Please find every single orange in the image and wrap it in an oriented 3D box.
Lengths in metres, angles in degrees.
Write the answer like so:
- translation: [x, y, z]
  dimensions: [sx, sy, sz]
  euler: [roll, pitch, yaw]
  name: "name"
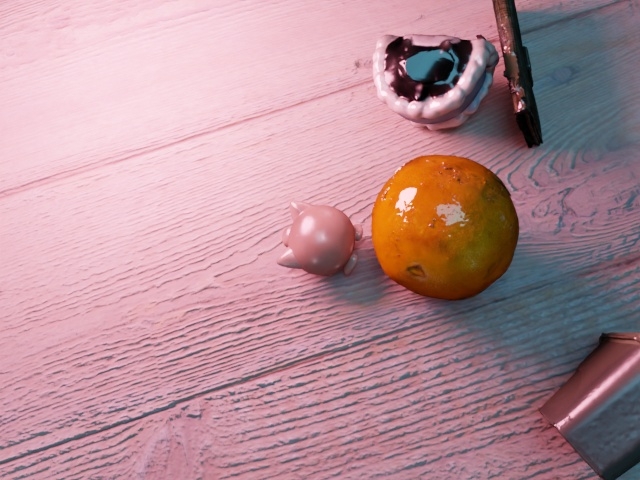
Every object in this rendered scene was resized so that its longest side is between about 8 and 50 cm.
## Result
- translation: [0.200, -0.022, 0.989]
  dimensions: [0.240, 0.240, 0.240]
  euler: [-1, 72, 3]
  name: "orange"

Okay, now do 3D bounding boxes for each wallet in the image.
- translation: [0.357, -0.342, 1.120]
  dimensions: [0.044, 0.169, 0.317]
  euler: [-13, 70, 23]
  name: "wallet"

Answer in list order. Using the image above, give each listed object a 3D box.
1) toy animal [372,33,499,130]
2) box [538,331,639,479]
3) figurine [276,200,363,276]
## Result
- translation: [0.201, -0.281, 1.097]
  dimensions: [0.208, 0.204, 0.156]
  euler: [12, 93, 21]
  name: "toy animal"
- translation: [0.424, 0.234, 0.889]
  dimensions: [0.178, 0.274, 0.138]
  euler: [-42, 73, 4]
  name: "box"
- translation: [0.000, 0.000, 1.059]
  dimensions: [0.138, 0.125, 0.125]
  euler: [11, 72, -9]
  name: "figurine"
